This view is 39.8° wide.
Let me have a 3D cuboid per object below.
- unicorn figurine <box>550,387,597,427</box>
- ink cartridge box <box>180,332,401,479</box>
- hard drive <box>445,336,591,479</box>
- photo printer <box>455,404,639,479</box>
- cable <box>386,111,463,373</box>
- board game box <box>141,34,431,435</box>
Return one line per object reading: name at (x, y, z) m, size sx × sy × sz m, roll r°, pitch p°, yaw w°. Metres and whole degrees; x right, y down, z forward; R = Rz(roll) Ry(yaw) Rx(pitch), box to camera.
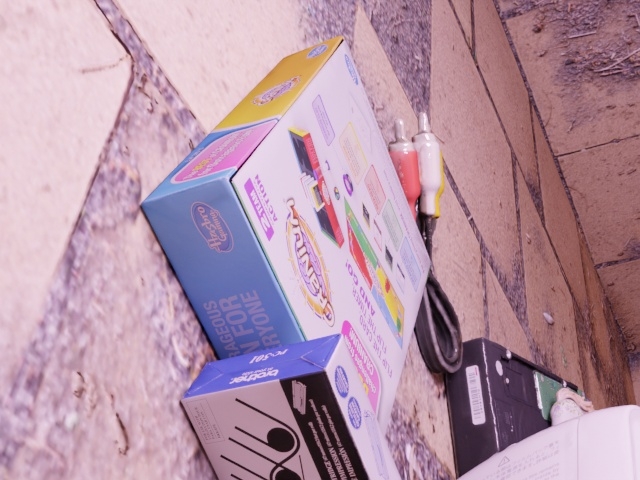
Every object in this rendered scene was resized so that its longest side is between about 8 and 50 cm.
unicorn figurine at (0.301, 0.242, 1.059) m, size 0.111 × 0.060 × 0.162 m, roll 44°, pitch 24°, yaw -21°
ink cartridge box at (0.002, 0.165, 0.549) m, size 0.207 × 0.097 × 0.046 m, roll 68°, pitch 23°, yaw -17°
hard drive at (0.267, 0.274, 1.093) m, size 0.339 × 0.064 × 0.237 m, roll 27°, pitch 51°, yaw -48°
photo printer at (0.171, 0.270, 0.692) m, size 0.107 × 0.256 × 0.307 m, roll 48°, pitch 27°, yaw -9°
cable at (0.113, 0.006, 0.953) m, size 0.139 × 0.072 × 0.287 m, roll -10°, pitch 85°, yaw -63°
board game box at (0.000, 0.000, 0.694) m, size 0.242 × 0.064 × 0.316 m, roll 67°, pitch 23°, yaw -20°
